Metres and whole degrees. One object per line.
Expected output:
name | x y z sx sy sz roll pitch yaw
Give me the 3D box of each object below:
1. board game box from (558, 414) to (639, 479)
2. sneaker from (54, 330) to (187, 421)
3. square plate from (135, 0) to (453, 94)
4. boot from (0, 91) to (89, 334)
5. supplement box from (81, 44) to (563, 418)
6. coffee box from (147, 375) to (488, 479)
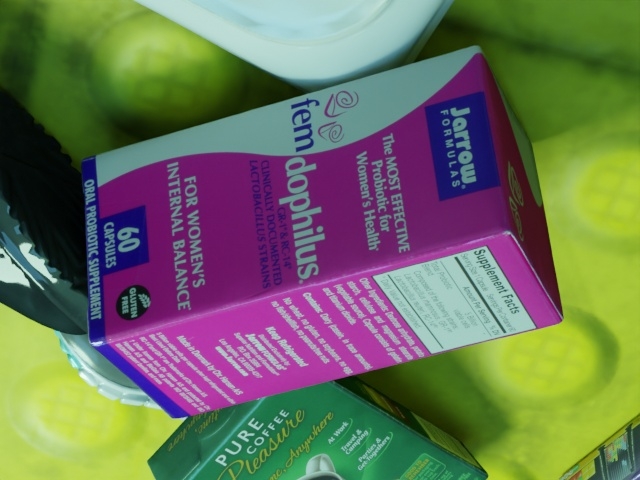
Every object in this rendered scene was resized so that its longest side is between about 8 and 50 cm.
board game box | 0.252 0.146 1.085 0.141 0.048 0.170 31 124 -22
sneaker | -0.075 0.063 1.033 0.166 0.065 0.076 29 118 -29
square plate | -0.037 -0.235 0.789 0.344 0.049 0.347 26 126 -16
boot | -0.246 -0.005 0.955 0.207 0.094 0.246 -32 114 21
supplement box | 0.000 0.000 0.919 0.220 0.111 0.114 -15 150 13
coffee box | 0.002 0.133 1.046 0.184 0.040 0.113 32 104 -39
